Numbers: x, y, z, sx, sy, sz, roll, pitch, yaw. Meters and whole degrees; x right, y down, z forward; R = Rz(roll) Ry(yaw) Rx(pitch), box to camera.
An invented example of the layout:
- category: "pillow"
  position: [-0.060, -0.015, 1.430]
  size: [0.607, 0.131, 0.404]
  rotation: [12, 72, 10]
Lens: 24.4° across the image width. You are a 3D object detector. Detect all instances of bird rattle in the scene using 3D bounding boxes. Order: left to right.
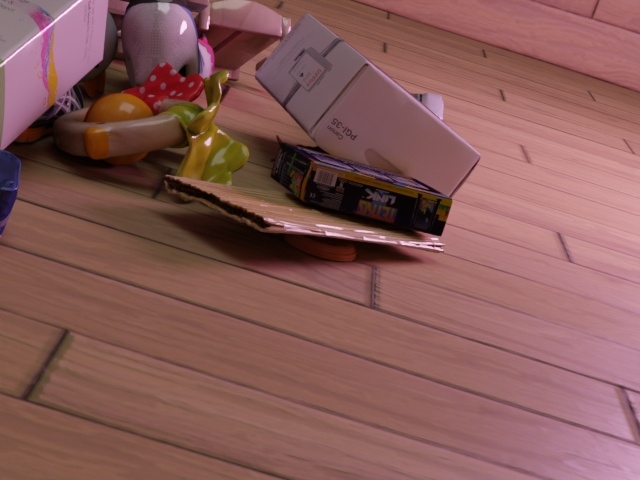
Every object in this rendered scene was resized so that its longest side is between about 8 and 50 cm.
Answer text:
- category: "bird rattle"
  position: [-0.196, -0.138, 1.640]
  size: [0.207, 0.143, 0.253]
  rotation: [-10, 25, -27]

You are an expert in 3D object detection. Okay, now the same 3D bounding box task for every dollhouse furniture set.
- category: "dollhouse furniture set"
  position: [-0.148, -0.363, 2.102]
  size: [0.355, 0.174, 0.303]
  rotation: [7, -13, -27]

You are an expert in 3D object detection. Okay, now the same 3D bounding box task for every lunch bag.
- category: "lunch bag"
  position: [-0.315, -0.044, 1.286]
  size: [0.098, 0.065, 0.067]
  rotation: [15, 31, -14]

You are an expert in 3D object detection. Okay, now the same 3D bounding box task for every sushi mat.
- category: "sushi mat"
  position: [-0.009, -0.026, 1.580]
  size: [0.151, 0.019, 0.316]
  rotation: [23, 10, 37]

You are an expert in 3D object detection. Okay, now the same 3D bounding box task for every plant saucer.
- category: "plant saucer"
  position: [0.000, 0.000, 1.575]
  size: [0.083, 0.013, 0.083]
  rotation: [17, 15, -5]

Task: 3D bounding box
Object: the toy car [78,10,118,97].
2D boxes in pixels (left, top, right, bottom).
- category: "toy car"
  position: [-0.329, -0.258, 1.851]
  size: [0.238, 0.219, 0.210]
  rotation: [53, 30, -41]

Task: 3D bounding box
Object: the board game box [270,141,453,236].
- category: "board game box"
  position: [0.044, -0.058, 1.665]
  size: [0.170, 0.048, 0.141]
  rotation: [14, 7, -19]

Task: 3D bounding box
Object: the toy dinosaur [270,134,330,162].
- category: "toy dinosaur"
  position: [-0.016, -0.103, 1.817]
  size: [0.082, 0.090, 0.047]
  rotation: [-33, 63, -30]

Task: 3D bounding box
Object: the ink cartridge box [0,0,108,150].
- category: "ink cartridge box"
  position: [-0.353, -0.217, 1.506]
  size: [0.207, 0.119, 0.353]
  rotation: [22, 39, 12]

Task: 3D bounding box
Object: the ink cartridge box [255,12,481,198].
- category: "ink cartridge box"
  position: [0.056, -0.157, 1.870]
  size: [0.207, 0.117, 0.283]
  rotation: [37, 7, -25]

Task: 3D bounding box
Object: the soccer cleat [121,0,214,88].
- category: "soccer cleat"
  position: [-0.210, -0.226, 1.969]
  size: [0.116, 0.143, 0.331]
  rotation: [1, -8, 2]

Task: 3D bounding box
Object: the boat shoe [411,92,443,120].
- category: "boat shoe"
  position: [0.121, -0.162, 2.140]
  size: [0.094, 0.109, 0.302]
  rotation: [1, 8, -3]

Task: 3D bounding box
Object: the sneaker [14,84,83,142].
- category: "sneaker"
  position: [-0.315, -0.167, 1.669]
  size: [0.084, 0.083, 0.215]
  rotation: [18, 15, 3]
